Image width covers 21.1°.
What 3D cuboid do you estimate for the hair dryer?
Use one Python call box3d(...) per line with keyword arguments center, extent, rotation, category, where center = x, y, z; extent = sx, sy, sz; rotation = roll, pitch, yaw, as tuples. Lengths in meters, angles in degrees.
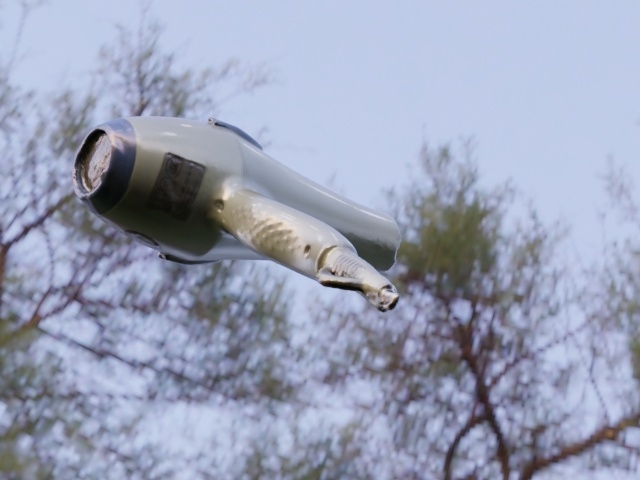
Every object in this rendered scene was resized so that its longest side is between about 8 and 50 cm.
box3d(center=(0.007, 0.000, 0.749), extent=(0.199, 0.167, 0.067), rotation=(22, -82, 40), category="hair dryer")
